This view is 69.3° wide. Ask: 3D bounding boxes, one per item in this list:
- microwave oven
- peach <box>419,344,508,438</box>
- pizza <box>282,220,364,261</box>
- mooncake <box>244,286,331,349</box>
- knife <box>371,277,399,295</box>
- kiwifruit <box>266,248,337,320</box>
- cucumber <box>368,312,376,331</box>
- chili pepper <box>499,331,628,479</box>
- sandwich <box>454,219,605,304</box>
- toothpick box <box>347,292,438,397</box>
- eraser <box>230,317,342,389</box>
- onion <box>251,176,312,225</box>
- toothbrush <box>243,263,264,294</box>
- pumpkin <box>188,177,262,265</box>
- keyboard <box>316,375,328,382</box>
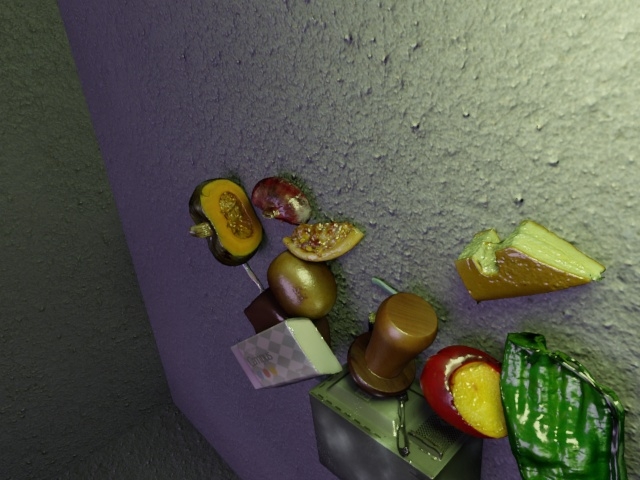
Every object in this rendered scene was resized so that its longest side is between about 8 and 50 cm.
[{"bbox_3d":[0.205,0.575,1.326,0.432,0.236,0.374,20,127,42],"label":"microwave oven"},{"bbox_3d":[0.346,0.342,1.049,0.226,0.190,0.196,28,118,45],"label":"peach"},{"bbox_3d":[-0.001,-0.002,1.282,0.246,0.058,0.127,7,77,29],"label":"pizza"},{"bbox_3d":[-0.109,0.316,1.590,0.326,0.174,0.334,51,141,6],"label":"mooncake"},{"bbox_3d":[0.219,0.160,1.231,0.210,0.015,0.028,36,132,29],"label":"knife"},{"bbox_3d":[-0.050,0.134,1.395,0.234,0.196,0.196,60,144,7],"label":"kiwifruit"},{"bbox_3d":[0.157,0.274,1.365,0.034,0.033,0.134,-103,7,-62],"label":"cucumber"},{"bbox_3d":[0.485,0.367,0.920,0.213,0.167,0.384,-14,86,27],"label":"chili pepper"},{"bbox_3d":[0.383,0.040,0.869,0.236,0.122,0.128,-20,100,51],"label":"sandwich"},{"bbox_3d":[0.183,0.273,1.195,0.192,0.192,0.294,43,140,24],"label":"toothpick box"},{"bbox_3d":[-0.123,0.365,1.440,0.397,0.082,0.213,-35,88,49],"label":"eraser"},{"bbox_3d":[-0.114,-0.125,1.354,0.206,0.151,0.098,29,120,15],"label":"onion"},{"bbox_3d":[-0.280,0.117,1.804,0.027,0.021,0.269,-38,81,48],"label":"toothbrush"},{"bbox_3d":[-0.341,-0.056,1.598,0.139,0.222,0.317,-14,102,52],"label":"pumpkin"},{"bbox_3d":[0.004,0.508,1.718,0.176,0.014,0.055,22,129,42],"label":"keyboard"}]
